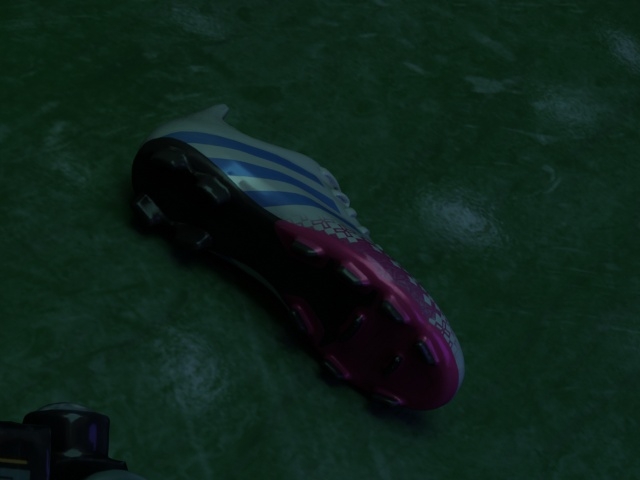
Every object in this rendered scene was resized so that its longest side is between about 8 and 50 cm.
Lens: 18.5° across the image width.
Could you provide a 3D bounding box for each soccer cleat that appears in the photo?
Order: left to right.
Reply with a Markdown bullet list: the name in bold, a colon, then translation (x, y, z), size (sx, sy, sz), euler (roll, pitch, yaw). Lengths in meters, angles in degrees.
- **soccer cleat**: translation (0.000, 0.000, 1.603), size (0.331, 0.116, 0.143), euler (38, 39, 9)

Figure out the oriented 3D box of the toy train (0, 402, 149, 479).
- **toy train**: translation (-0.194, 0.254, 1.120), size (0.190, 0.142, 0.334), euler (10, 75, -29)
